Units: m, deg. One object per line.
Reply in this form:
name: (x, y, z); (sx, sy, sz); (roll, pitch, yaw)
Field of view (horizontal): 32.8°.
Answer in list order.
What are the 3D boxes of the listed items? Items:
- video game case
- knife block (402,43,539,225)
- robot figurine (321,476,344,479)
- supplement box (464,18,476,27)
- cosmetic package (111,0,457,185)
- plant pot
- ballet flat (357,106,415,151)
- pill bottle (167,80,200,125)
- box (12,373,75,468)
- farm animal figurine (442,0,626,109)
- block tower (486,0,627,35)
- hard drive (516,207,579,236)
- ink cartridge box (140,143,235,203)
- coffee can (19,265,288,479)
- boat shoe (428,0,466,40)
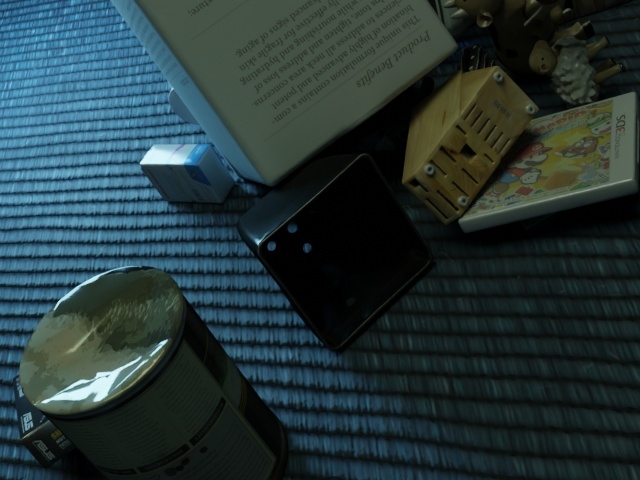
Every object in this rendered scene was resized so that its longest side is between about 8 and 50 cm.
video game case: (0.300, -0.103, 1.413); (0.227, 0.026, 0.206); (-14, 33, 26)
knife block: (0.174, -0.151, 1.502); (0.275, 0.088, 0.242); (-53, 18, -14)
robot figurine: (0.004, 0.351, 1.047); (0.278, 0.173, 0.209); (-28, 84, 3)
supplement box: (0.218, -0.370, 1.774); (0.098, 0.036, 0.062); (-36, 39, -6)
cosmetic package: (-0.080, -0.329, 1.560); (0.329, 0.393, 0.327); (-36, 11, -7)
plant pot: (0.000, 0.000, 1.427); (0.187, 0.188, 0.167); (-42, 27, -13)
ballet flat: (0.110, -0.157, 1.622); (0.114, 0.041, 0.041); (-32, 40, 1)
pill bottle: (-0.177, -0.321, 1.881); (0.146, 0.146, 0.264); (-6, 46, 27)
box: (-0.317, 0.188, 1.454); (0.183, 0.056, 0.231); (-36, 21, -6)
farm animal figurine: (0.254, -0.356, 1.523); (0.172, 0.326, 0.330); (-30, 37, 9)
block tower: (0.404, -0.407, 1.658); (0.336, 0.097, 0.091); (-17, 42, 18)
hard drive: (0.306, -0.067, 1.418); (0.135, 0.022, 0.094); (-30, 40, 1)
ink cartridge box: (-0.211, -0.106, 1.723); (0.122, 0.088, 0.052); (2, 50, 33)
coffee can: (-0.184, 0.192, 1.250); (0.202, 0.275, 0.201); (-17, 42, 16)
boat shoe: (0.126, -0.455, 1.662); (0.119, 0.335, 0.121); (-18, 8, -3)
